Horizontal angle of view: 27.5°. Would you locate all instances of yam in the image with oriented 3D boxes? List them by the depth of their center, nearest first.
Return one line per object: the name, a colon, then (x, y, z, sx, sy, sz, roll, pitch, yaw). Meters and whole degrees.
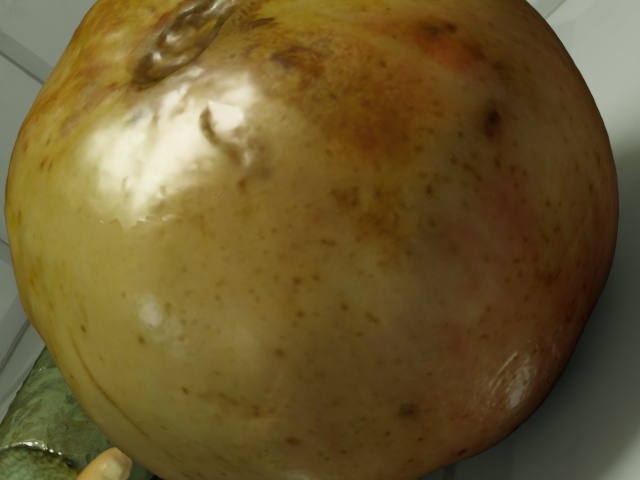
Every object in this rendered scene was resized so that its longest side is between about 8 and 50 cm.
yam: (-0.222, 0.187, 1.259, 0.168, 0.168, 0.304, -44, 15, 35)

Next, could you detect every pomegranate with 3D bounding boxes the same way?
pomegranate: (0.000, 0.000, 0.719, 0.338, 0.338, 0.338, -50, 14, 17)

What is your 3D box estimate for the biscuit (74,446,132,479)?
biscuit: (-0.219, 0.246, 0.905, 0.250, 0.030, 0.160, -46, 9, 43)
